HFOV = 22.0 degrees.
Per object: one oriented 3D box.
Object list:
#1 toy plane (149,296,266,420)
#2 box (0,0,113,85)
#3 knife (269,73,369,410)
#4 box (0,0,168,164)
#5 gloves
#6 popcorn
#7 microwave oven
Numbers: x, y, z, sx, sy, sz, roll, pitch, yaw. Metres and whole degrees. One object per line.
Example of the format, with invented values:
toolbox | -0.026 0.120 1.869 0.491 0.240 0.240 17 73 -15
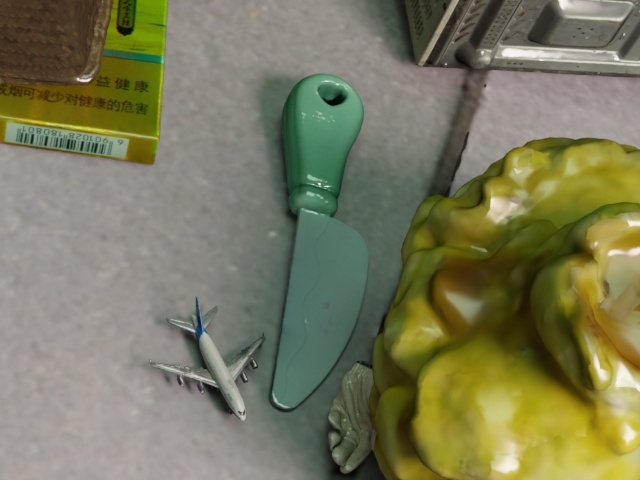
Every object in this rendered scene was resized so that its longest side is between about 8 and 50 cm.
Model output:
toy plane | -0.064 0.075 1.004 0.078 0.024 0.084 -12 64 -26
box | -0.271 -0.218 1.069 0.273 0.143 0.184 5 52 0
knife | 0.001 0.000 1.085 0.063 0.034 0.260 13 56 -16
box | -0.168 -0.141 1.139 0.121 0.030 0.193 8 51 -11
gloves | 0.027 0.103 1.000 0.044 0.037 0.081 13 56 28
popcorn | 0.156 0.067 0.942 0.224 0.270 0.258 53 14 -26
microwave oven | 0.194 -0.210 1.203 0.240 0.194 0.145 1 58 -17
